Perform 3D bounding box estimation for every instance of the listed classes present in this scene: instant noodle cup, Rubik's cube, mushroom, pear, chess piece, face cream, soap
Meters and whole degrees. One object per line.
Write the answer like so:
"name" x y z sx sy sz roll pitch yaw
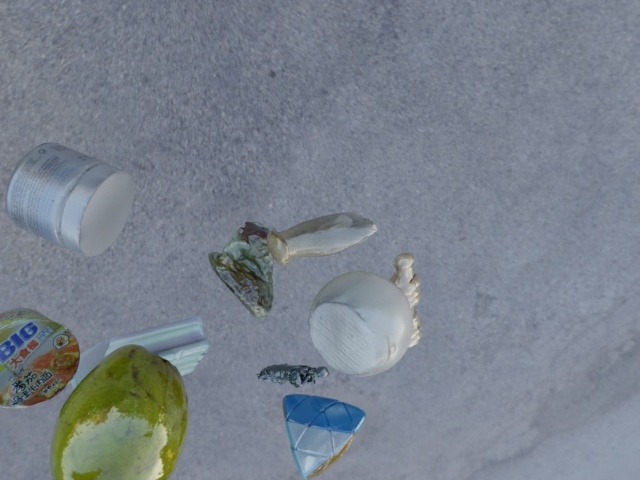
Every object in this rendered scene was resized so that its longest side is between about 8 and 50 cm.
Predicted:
"instant noodle cup" -0.658 0.248 1.112 0.204 0.152 0.205 -11 107 -40
"Rubik's cube" -0.038 0.545 1.407 0.254 0.254 0.255 -7 123 -12
"mushroom" 0.000 -0.007 1.145 0.246 0.108 0.096 -11 134 -18
"pear" -0.381 0.365 0.984 0.252 0.307 0.253 18 154 9
"chess piece" 0.262 0.186 1.623 0.138 0.124 0.308 -4 114 1
"face cream" -0.464 -0.078 0.947 0.152 0.177 0.178 23 115 4
"soap" -0.509 0.338 1.426 0.346 0.115 0.208 -10 151 -38

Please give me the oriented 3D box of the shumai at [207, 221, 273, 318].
"shumai" -0.191 0.090 1.512 0.203 0.222 0.272 -38 135 -13

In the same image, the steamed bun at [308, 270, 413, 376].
"steamed bun" 0.136 0.224 1.459 0.308 0.309 0.310 -7 123 -12

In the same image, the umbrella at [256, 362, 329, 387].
"umbrella" -0.107 0.550 2.057 0.348 0.094 0.143 -13 170 40
